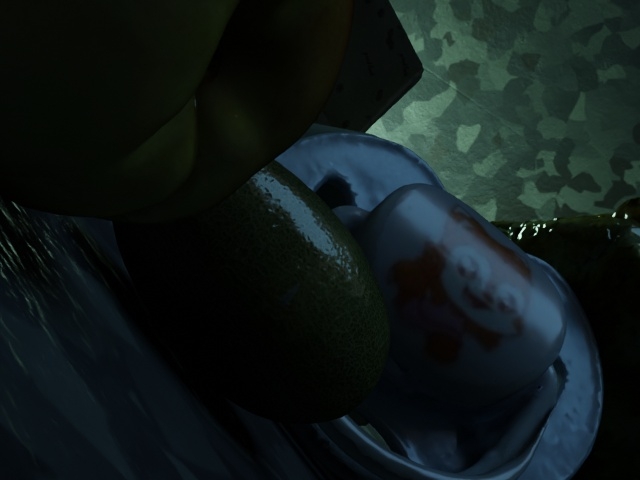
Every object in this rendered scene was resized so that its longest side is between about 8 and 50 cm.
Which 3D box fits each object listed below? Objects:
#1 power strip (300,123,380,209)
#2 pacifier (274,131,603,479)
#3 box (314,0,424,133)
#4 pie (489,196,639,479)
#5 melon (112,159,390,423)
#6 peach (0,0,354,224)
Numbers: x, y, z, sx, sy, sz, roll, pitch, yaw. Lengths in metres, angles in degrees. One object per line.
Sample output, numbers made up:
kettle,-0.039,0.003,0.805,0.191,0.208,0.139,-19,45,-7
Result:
power strip,0.000,0.000,0.999,0.118,0.046,0.270,12,-38,16
pacifier,0.044,0.078,0.856,0.299,0.244,0.233,39,-31,-4
box,-0.094,-0.196,1.149,0.297,0.225,0.190,37,-10,42
pie,0.232,0.175,0.997,0.395,0.180,0.418,-21,-98,48
melon,-0.034,0.015,0.571,0.162,0.099,0.099,51,0,-12
peach,-0.080,-0.098,0.432,0.184,0.184,0.184,52,0,0
